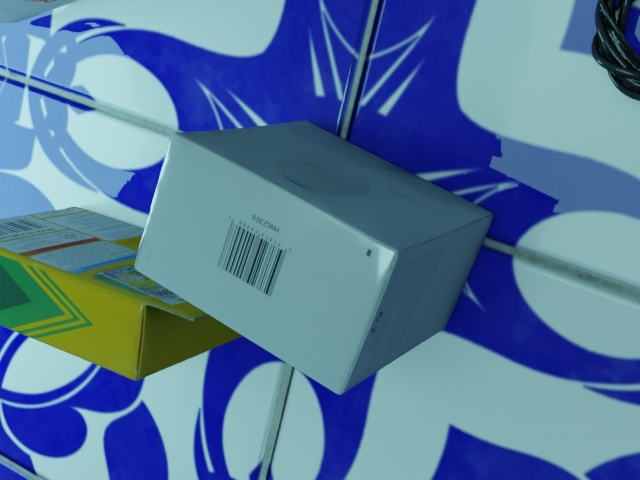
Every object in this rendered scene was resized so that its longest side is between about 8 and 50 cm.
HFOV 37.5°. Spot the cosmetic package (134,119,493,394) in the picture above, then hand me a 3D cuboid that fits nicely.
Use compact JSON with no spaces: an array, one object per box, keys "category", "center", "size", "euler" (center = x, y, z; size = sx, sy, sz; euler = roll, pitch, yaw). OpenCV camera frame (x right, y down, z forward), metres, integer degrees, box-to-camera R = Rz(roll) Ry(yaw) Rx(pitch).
[{"category":"cosmetic package","center":[0.000,0.000,0.849],"size":[0.224,0.225,0.138],"euler":[29,113,23]}]

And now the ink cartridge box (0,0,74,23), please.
[{"category":"ink cartridge box","center":[-0.275,-0.328,0.959],"size":[0.353,0.207,0.119],"euler":[-12,93,29]}]

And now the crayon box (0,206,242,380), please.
[{"category":"crayon box","center":[-0.209,0.051,0.984],"size":[0.323,0.203,0.083],"euler":[16,106,26]}]

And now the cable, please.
[{"category":"cable","center":[0.308,-0.169,0.754],"size":[0.184,0.047,0.150],"euler":[40,114,18]}]
